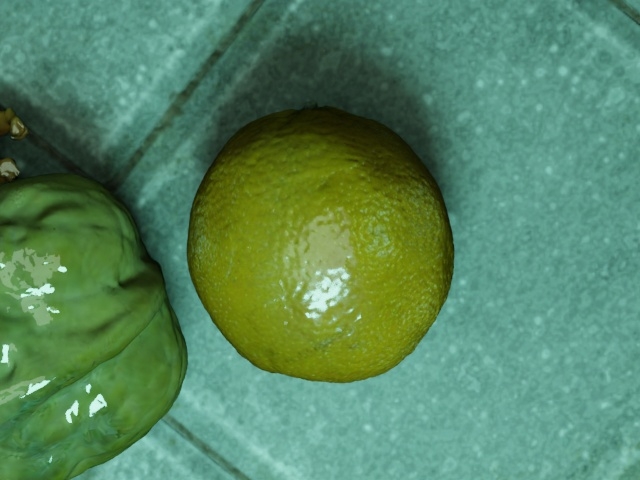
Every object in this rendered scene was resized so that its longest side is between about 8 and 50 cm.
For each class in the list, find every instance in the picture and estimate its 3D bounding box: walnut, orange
[{"bbox_3d":[-0.274,0.087,1.538,0.277,0.253,0.282,-29,85,-13],"label":"walnut"},{"bbox_3d":[0.000,0.000,1.528,0.264,0.264,0.264,0,96,4],"label":"orange"}]

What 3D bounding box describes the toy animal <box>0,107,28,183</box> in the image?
[{"bbox_3d":[-0.357,-0.122,1.617,0.114,0.116,0.255,-5,89,-17],"label":"toy animal"}]
